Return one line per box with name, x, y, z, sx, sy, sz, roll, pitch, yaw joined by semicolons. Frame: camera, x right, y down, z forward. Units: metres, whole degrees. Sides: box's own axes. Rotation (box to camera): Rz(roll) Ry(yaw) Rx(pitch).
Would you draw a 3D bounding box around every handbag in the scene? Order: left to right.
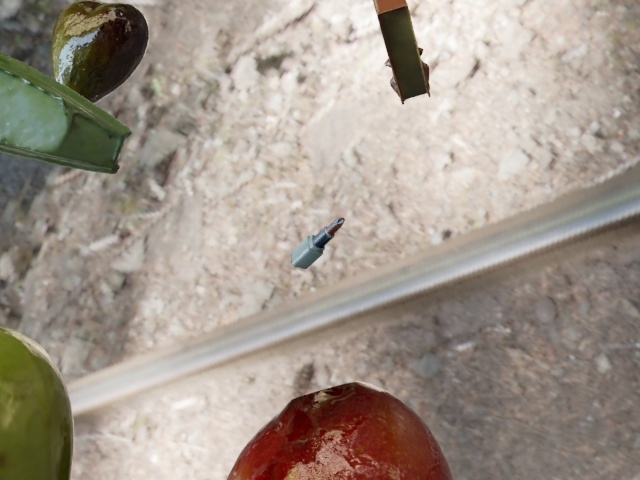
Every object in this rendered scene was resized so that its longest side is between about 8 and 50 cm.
handbag;0.111;-0.303;1.644;0.062;0.190;0.127;-15;51;5

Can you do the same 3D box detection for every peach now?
peach;0.026;0.394;1.648;0.388;0.388;0.388;-22;56;37

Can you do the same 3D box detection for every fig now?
fig;-0.377;0.247;1.160;0.258;0.258;0.326;-8;85;43
fig;-0.414;-0.301;2.003;0.170;0.145;0.274;22;83;27

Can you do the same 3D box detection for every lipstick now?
lipstick;0.000;0.000;1.531;0.107;0.025;0.025;-43;40;39

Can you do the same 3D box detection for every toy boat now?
toy boat;-0.323;-0.137;1.068;0.055;0.293;0.093;-160;91;-86
